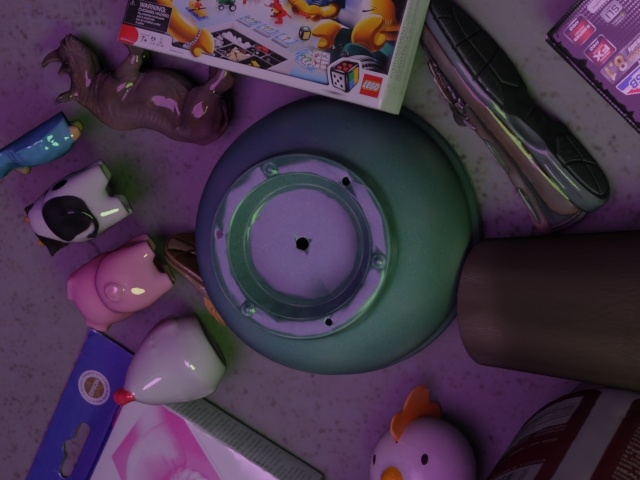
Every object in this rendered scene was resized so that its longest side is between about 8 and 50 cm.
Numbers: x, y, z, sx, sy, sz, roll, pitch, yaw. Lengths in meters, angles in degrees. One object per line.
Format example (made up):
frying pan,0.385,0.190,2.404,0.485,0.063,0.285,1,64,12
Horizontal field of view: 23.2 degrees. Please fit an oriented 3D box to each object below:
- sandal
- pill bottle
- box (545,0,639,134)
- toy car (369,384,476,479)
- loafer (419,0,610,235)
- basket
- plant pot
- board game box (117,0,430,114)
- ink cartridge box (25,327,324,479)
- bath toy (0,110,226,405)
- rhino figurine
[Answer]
sandal,-0.101,0.063,1.700,0.180,0.072,0.049,39,131,10
pill bottle,0.253,0.269,1.427,0.224,0.392,0.224,7,107,22
box,0.375,-0.208,1.425,0.216,0.060,0.270,47,117,5
toy car,0.097,0.271,1.614,0.219,0.210,0.238,-9,89,36
loafer,0.166,-0.117,1.523,0.267,0.096,0.084,49,123,1
basket,0.260,0.063,1.494,0.226,0.204,0.154,2,113,33
plant pot,0.000,0.000,1.528,0.293,0.196,0.293,1,94,13
board game box,-0.040,-0.252,1.526,0.305,0.053,0.193,17,94,25
ink cartridge box,-0.204,0.321,1.815,0.330,0.071,0.324,30,115,11
bath toy,-0.236,0.035,1.704,0.129,0.151,0.348,-32,94,-1
rhino figurine,-0.198,-0.168,1.669,0.243,0.073,0.106,13,106,21
